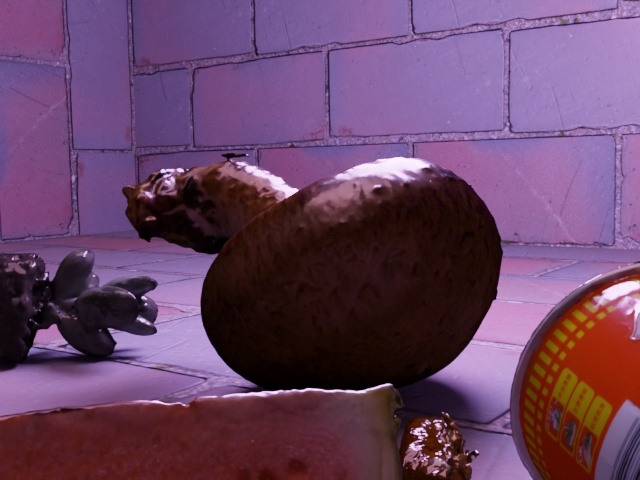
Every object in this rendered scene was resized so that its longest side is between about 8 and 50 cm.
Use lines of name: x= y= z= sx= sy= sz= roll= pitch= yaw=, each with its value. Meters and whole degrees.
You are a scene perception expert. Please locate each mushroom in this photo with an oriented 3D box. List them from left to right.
mushroom: x=0.015 y=0.011 z=0.877 sx=0.334 sy=0.356 sz=0.331 roll=-40 pitch=-44 yaw=22

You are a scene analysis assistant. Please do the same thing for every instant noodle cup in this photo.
instant noodle cup: x=0.221 y=0.121 z=0.410 sx=0.193 sy=0.193 sz=0.212 roll=-1 pitch=13 yaw=-4

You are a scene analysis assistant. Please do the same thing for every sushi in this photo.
sushi: x=0.086 y=0.164 z=0.586 sx=0.060 sy=0.061 sz=0.118 roll=8 pitch=26 yaw=8

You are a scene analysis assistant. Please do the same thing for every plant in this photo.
plant: x=-0.352 y=0.083 z=1.050 sx=0.275 sy=0.149 sz=0.146 roll=2 pitch=5 yaw=0

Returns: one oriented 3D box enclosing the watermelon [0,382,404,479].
watermelon: x=-0.090 y=0.160 z=0.282 sx=0.303 sy=0.159 sz=0.128 roll=-1 pitch=34 yaw=-32
